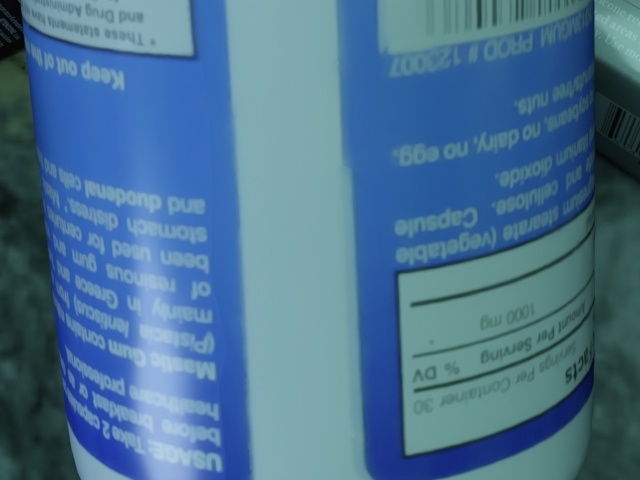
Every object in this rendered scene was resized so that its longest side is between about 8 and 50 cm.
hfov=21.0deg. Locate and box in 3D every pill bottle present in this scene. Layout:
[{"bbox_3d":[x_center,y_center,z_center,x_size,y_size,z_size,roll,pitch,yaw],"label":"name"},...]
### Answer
[{"bbox_3d":[0.000,0.000,0.483,0.152,0.152,0.272,-1,110,6],"label":"pill bottle"}]

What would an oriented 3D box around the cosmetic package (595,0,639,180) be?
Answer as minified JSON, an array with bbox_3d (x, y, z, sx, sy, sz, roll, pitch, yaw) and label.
[{"bbox_3d":[0.173,-0.124,0.553,0.127,0.107,0.238,34,82,11],"label":"cosmetic package"}]

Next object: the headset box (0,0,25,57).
[{"bbox_3d":[-0.095,-0.200,0.588,0.293,0.110,0.218,-24,79,1],"label":"headset box"}]
